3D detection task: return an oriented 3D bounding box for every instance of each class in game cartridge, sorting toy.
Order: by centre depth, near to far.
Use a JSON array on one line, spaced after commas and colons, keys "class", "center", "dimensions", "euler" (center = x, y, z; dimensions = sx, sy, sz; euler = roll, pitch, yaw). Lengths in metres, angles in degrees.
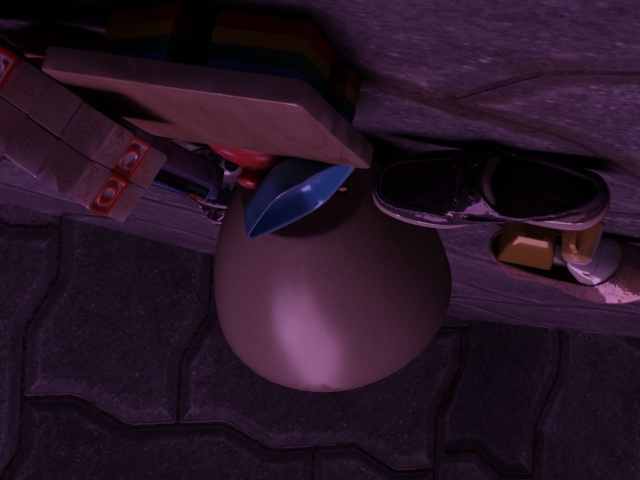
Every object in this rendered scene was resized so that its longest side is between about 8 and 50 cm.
[{"class": "sorting toy", "center": [-0.093, -0.157, 1.249], "dimensions": [0.256, 0.089, 0.257], "euler": [10, 174, 18]}, {"class": "game cartridge", "center": [-0.266, -0.116, 1.566], "dimensions": [0.230, 0.068, 0.355], "euler": [22, 180, 13]}]

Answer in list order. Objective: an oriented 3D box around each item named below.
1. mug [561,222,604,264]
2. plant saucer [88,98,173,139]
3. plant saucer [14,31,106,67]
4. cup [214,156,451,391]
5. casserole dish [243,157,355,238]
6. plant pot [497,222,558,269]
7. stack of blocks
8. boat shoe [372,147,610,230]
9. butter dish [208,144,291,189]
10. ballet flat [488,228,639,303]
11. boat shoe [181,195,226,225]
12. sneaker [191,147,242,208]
[{"class": "mug", "center": [0.383, 0.001, 1.913], "dimensions": [0.078, 0.064, 0.062], "euler": [16, 173, -35]}, {"class": "plant saucer", "center": [-0.254, -0.173, 1.652], "dimensions": [0.195, 0.037, 0.195], "euler": [12, 174, 1]}, {"class": "plant saucer", "center": [-0.252, -0.194, 1.454], "dimensions": [0.200, 0.037, 0.200], "euler": [12, 174, 1]}, {"class": "cup", "center": [0.000, 0.000, 1.693], "dimensions": [0.331, 0.331, 0.237], "euler": [10, 147, 17]}, {"class": "casserole dish", "center": [-0.028, -0.058, 1.427], "dimensions": [0.114, 0.037, 0.188], "euler": [-25, 169, -24]}, {"class": "plant pot", "center": [0.312, -0.012, 1.880], "dimensions": [0.082, 0.081, 0.083], "euler": [12, 164, 2]}, {"class": "stack of blocks", "center": [-0.315, -0.144, 1.274], "dimensions": [0.297, 0.087, 0.171], "euler": [35, -178, 19]}, {"class": "boat shoe", "center": [0.200, -0.066, 1.517], "dimensions": [0.285, 0.102, 0.092], "euler": [7, 168, 11]}, {"class": "butter dish", "center": [-0.066, -0.116, 1.443], "dimensions": [0.160, 0.118, 0.160], "euler": [10, 173, 18]}, {"class": "ballet flat", "center": [0.396, 0.033, 2.038], "dimensions": [0.316, 0.107, 0.106], "euler": [5, 157, 44]}, {"class": "boat shoe", "center": [-0.125, -0.041, 2.336], "dimensions": [0.335, 0.095, 0.112], "euler": [17, 172, -41]}, {"class": "sneaker", "center": [-0.077, -0.089, 1.944], "dimensions": [0.275, 0.107, 0.110], "euler": [18, -168, -12]}]
